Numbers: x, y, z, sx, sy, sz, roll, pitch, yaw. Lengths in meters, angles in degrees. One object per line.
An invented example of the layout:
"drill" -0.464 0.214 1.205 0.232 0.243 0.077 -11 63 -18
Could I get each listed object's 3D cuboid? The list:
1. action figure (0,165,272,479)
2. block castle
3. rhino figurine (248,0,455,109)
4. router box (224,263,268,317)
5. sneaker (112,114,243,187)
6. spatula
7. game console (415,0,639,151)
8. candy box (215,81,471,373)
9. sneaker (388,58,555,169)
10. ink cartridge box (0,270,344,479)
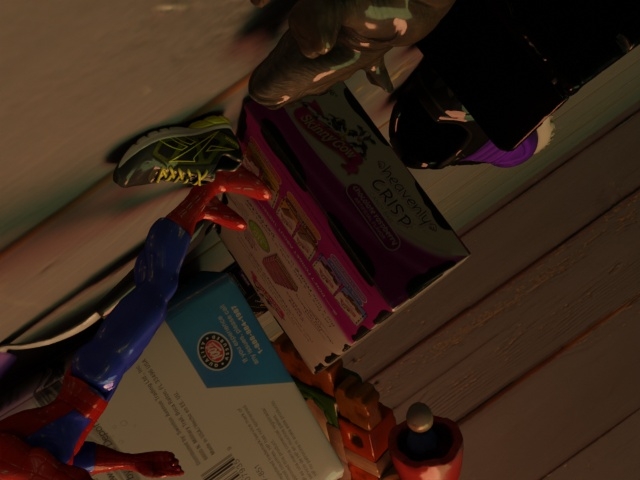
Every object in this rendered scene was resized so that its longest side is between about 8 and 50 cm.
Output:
"action figure" -0.097 0.091 0.440 0.280 0.139 0.091 -54 -176 -29
"block castle" -0.074 0.272 0.906 0.453 0.212 0.303 15 -143 40
"rhino figurine" 0.024 -0.120 0.321 0.106 0.073 0.243 -28 169 -26
"router box" -0.077 0.057 0.906 0.133 0.046 0.179 -35 170 2
"sneaker" -0.079 -0.046 0.426 0.083 0.035 0.031 -29 168 -33
"spatula" -0.195 0.064 0.576 0.296 0.030 0.084 -35 172 -4
"game console" 0.111 -0.132 0.410 0.107 0.122 0.071 -37 171 5
"candy box" 0.000 0.000 0.556 0.071 0.159 0.233 -32 171 -21
"sneaker" 0.130 -0.114 0.670 0.146 0.102 0.293 -32 166 4
"ink cartridge box" -0.171 0.200 0.676 0.307 0.223 0.129 -32 -168 -19
